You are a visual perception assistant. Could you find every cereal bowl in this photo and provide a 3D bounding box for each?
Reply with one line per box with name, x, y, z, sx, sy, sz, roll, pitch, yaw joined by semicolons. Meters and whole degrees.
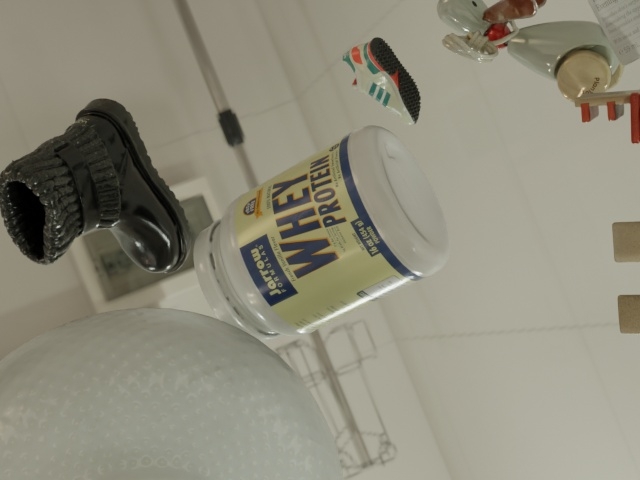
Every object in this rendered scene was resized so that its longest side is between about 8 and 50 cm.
cereal bowl;-0.136;0.227;0.685;0.339;0.338;0.141;-22;-168;-10

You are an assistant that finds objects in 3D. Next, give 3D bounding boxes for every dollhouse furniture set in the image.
dollhouse furniture set;0.366;-0.039;0.996;0.135;0.259;0.262;-2;-168;27

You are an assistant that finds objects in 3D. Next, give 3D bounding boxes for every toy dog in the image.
toy dog;0.368;-0.356;1.468;0.220;0.334;0.161;-82;-165;-60

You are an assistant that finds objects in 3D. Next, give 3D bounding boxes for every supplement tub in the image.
supplement tub;0.000;0.000;1.327;0.325;0.235;0.235;-28;178;23

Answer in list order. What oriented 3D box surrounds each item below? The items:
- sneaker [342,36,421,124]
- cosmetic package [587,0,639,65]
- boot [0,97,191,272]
sneaker;0.094;-0.241;1.390;0.075;0.161;0.057;-7;-133;37
cosmetic package;0.313;-0.309;0.912;0.086;0.231;0.117;-30;-179;-19
boot;-0.359;-0.029;1.449;0.131;0.348;0.260;-7;-146;28
